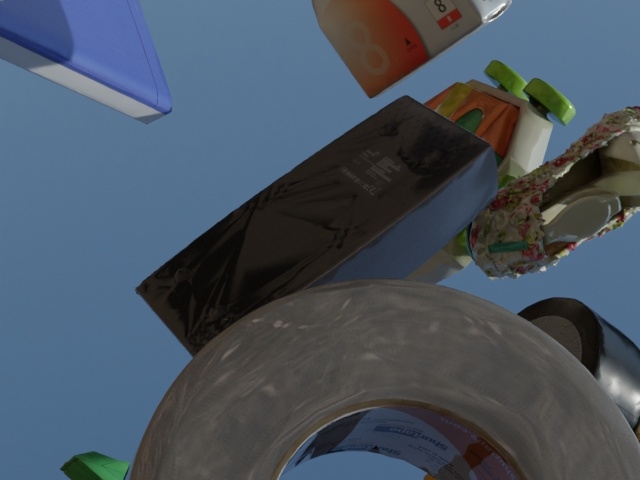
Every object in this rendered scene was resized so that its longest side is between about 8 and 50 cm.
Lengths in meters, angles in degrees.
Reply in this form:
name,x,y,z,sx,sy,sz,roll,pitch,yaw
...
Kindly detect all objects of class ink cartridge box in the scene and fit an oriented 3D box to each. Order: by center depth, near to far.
name,x,y,z,sx,sy,sz,roll,pitch,yaw
ink cartridge box,0.034,-0.205,1.393,0.045,0.179,0.145,-42,-173,-37

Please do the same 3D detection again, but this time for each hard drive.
name,x,y,z,sx,sy,sz,roll,pitch,yaw
hard drive,0.000,0.000,1.418,0.255,0.054,0.172,-36,-153,-8
hard drive,-0.242,-0.231,1.693,0.040,0.210,0.319,-25,163,17

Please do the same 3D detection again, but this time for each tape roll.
name,x,y,z,sx,sy,sz,roll,pitch,yaw
tape roll,0.025,0.129,0.788,0.219,0.219,0.072,-36,171,-23

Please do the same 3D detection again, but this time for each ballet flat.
name,x,y,z,sx,sy,sz,roll,pitch,yaw
ballet flat,0.210,-0.034,1.505,0.077,0.091,0.241,1,-152,48

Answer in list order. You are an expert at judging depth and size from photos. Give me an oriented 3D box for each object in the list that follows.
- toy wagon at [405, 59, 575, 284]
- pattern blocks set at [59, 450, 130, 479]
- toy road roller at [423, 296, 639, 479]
name,x,y,z,sx,sy,sz,roll,pitch,yaw
toy wagon,0.136,-0.049,1.924,0.267,0.068,0.344,-51,-160,0
pattern blocks set,-0.076,0.271,1.252,0.026,0.285,0.325,-46,-132,27
toy road roller,0.156,0.220,1.102,0.240,0.202,0.329,-44,-144,16
